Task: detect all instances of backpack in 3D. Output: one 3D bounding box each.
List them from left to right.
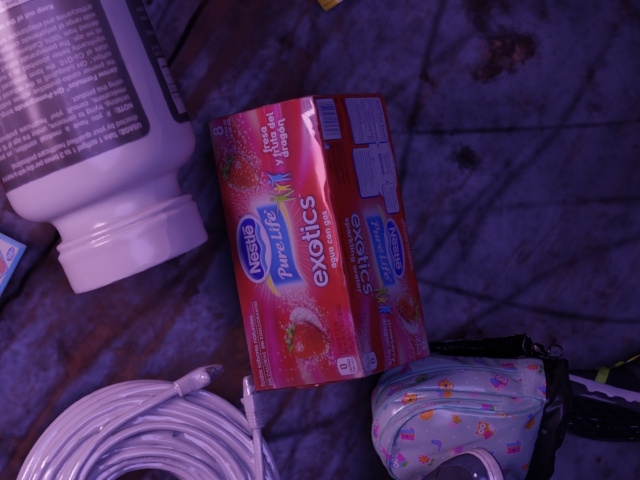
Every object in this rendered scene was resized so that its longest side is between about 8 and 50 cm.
[{"bbox_3d":[0.138,0.168,1.571,0.182,0.115,0.152,6,118,-6],"label":"backpack"}]

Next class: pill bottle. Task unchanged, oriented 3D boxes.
[{"bbox_3d":[-0.216,-0.123,1.463,0.176,0.176,0.319,-23,94,-15],"label":"pill bottle"}]

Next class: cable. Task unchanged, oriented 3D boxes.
[{"bbox_3d":[-0.158,0.255,1.516,0.257,0.089,0.257,-14,94,-15],"label":"cable"}]

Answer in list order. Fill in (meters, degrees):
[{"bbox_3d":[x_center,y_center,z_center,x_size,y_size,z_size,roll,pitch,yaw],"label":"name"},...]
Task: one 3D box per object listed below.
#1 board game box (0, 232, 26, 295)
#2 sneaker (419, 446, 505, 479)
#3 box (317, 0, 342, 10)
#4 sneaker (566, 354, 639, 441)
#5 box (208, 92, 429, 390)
[{"bbox_3d":[-0.348,0.049,1.500,0.103,0.026,0.154,29,81,-13],"label":"board game box"},{"bbox_3d":[0.061,0.270,1.489,0.163,0.226,0.086,-11,63,-35],"label":"sneaker"},{"bbox_3d":[-0.023,-0.340,1.583,0.087,0.058,0.232,-38,98,-13],"label":"box"},{"bbox_3d":[0.327,0.147,1.671,0.234,0.084,0.097,10,57,-14],"label":"sneaker"},{"bbox_3d":[0.000,0.000,1.521,0.128,0.122,0.257,-11,90,-57],"label":"box"}]
